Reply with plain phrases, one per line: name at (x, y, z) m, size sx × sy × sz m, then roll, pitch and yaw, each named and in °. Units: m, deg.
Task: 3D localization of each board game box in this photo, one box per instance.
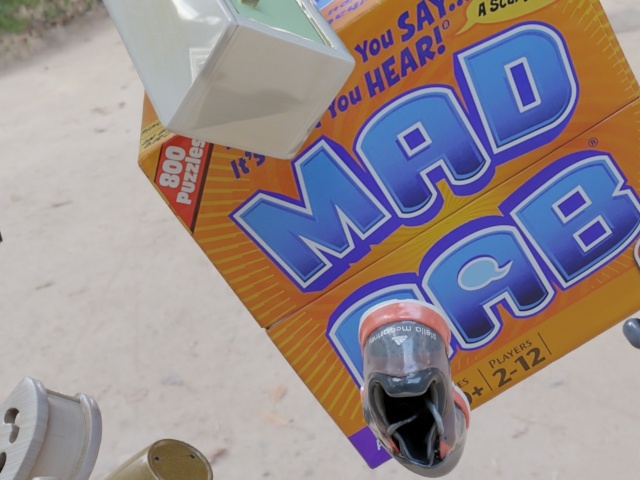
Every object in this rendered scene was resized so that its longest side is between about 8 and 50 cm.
board game box at (0.078, -0.088, 0.931) m, size 0.356 × 0.356 × 0.356 m, roll -32°, pitch 24°, yaw 6°

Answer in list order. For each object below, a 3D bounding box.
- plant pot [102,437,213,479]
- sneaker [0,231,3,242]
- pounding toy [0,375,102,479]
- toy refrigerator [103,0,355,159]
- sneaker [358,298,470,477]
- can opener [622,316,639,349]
plant pot at (-0.286, 0.454, 1.608) m, size 0.237 × 0.254 × 0.237 m, roll 25°, pitch 25°, yaw -13°
sneaker at (-0.408, -0.041, 1.115) m, size 0.085 × 0.237 × 0.086 m, roll -13°, pitch -17°, yaw 28°
pounding toy at (-0.321, 0.206, 0.941) m, size 0.270 × 0.155 × 0.154 m, roll -8°, pitch 63°, yaw 43°
toy refrigerator at (-0.085, -0.184, 0.679) m, size 0.102 × 0.094 × 0.269 m, roll 11°, pitch 38°, yaw -39°
sneaker at (0.048, 0.099, 0.523) m, size 0.061 × 0.158 × 0.064 m, roll -8°, pitch 49°, yaw 11°
can opener at (0.505, 0.122, 1.313) m, size 0.283 × 0.076 × 0.095 m, roll 18°, pitch 32°, yaw -33°
